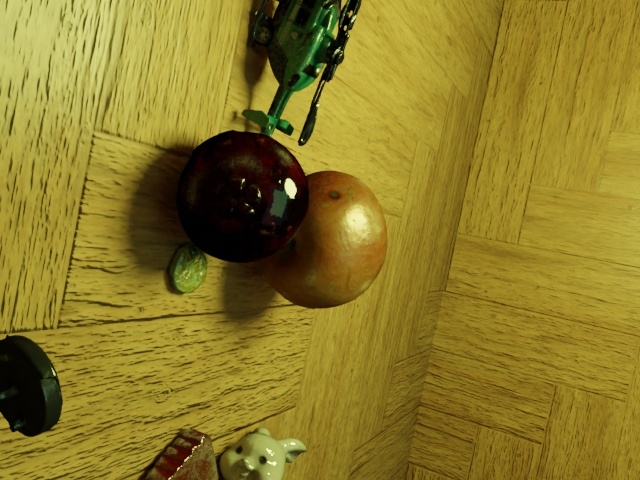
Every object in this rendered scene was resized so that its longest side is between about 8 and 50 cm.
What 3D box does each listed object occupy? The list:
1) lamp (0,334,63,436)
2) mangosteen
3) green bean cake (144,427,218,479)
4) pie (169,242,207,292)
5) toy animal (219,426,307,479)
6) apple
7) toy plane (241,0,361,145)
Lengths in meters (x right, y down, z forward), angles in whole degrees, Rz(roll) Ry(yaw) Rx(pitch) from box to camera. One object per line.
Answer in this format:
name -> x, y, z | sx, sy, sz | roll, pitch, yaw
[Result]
lamp -> -0.409, 0.134, 0.523 | 0.371, 0.130, 0.108 | 13, 67, -52
mangosteen -> -0.114, -0.064, 0.899 | 0.210, 0.210, 0.209 | -38, 134, -54
green bean cake -> -0.232, 0.400, 1.006 | 0.136, 0.056, 0.135 | -44, 138, -50
pie -> -0.205, 0.045, 0.948 | 0.085, 0.017, 0.085 | -37, 132, -56
toy animal -> -0.123, 0.472, 1.184 | 0.178, 0.128, 0.193 | 25, 77, -66
apple -> 0.000, 0.000, 1.109 | 0.253, 0.254, 0.253 | -38, 134, -54
toy plane -> -0.039, -0.294, 0.996 | 0.381, 0.155, 0.106 | -64, 158, 11
